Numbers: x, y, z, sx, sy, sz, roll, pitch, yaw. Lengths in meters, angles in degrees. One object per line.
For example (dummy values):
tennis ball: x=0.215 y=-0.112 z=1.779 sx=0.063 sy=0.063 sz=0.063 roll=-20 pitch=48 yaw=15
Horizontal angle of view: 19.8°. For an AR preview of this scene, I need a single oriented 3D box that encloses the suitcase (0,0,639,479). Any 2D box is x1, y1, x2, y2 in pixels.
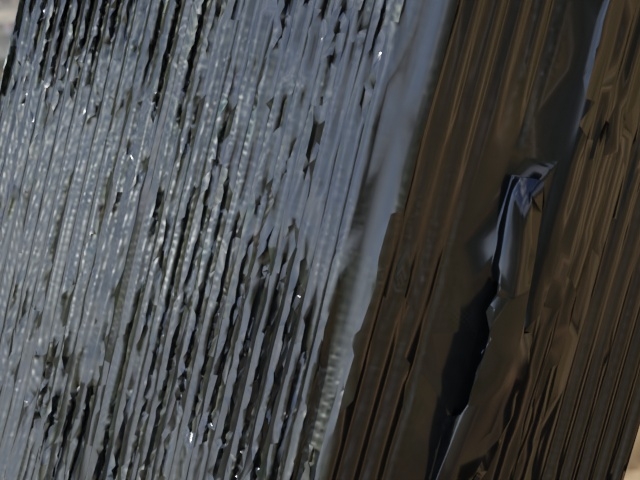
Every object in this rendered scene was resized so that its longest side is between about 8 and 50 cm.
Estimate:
suitcase: x=0.000 y=0.000 z=0.602 sx=0.152 sy=0.335 sz=0.229 roll=9 pitch=9 yaw=-39
